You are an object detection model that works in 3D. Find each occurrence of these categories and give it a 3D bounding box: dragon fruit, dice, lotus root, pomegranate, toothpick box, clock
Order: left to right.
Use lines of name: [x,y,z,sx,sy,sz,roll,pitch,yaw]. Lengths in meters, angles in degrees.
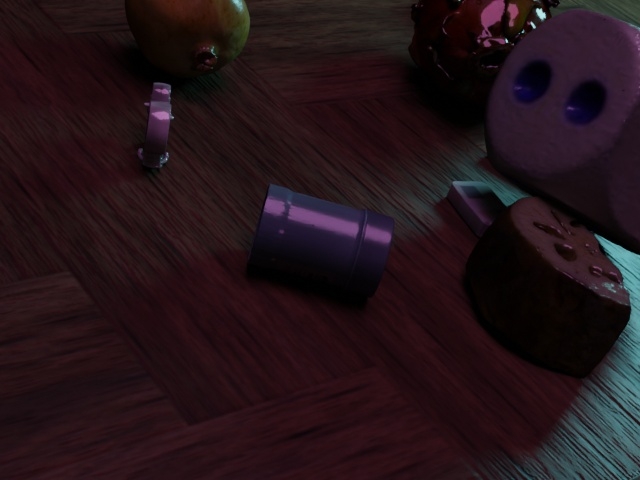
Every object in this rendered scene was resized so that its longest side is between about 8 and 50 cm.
clock: [-0.210,-0.150,1.463,0.041,0.087,0.129,7,34,-10]
pomegranate: [-0.191,-0.318,1.637,0.196,0.196,0.196,13,33,-9]
toothpick box: [0.000,0.000,1.340,0.153,0.101,0.101,16,33,-4]
dragon fruit: [0.271,-0.332,1.855,0.250,0.250,0.315,4,22,-23]
lotus root: [0.270,0.046,1.394,0.138,0.119,0.235,8,35,-27]
dice: [0.388,-0.141,1.531,0.259,0.243,0.251,25,6,-38]

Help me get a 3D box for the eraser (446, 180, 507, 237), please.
eraser: [0.225,-0.043,1.586,0.065,0.026,0.105,1,37,-31]
